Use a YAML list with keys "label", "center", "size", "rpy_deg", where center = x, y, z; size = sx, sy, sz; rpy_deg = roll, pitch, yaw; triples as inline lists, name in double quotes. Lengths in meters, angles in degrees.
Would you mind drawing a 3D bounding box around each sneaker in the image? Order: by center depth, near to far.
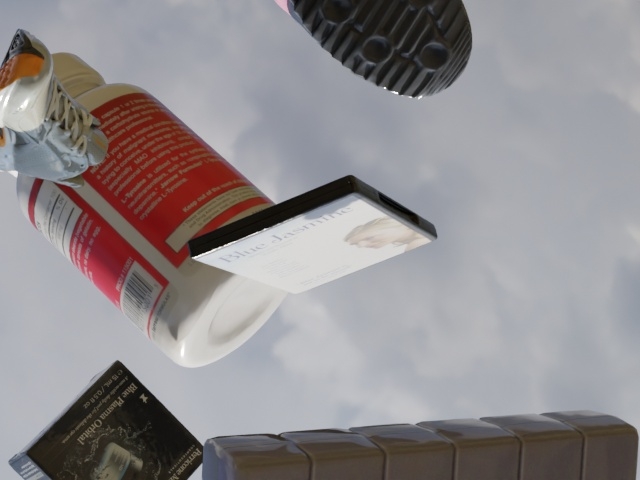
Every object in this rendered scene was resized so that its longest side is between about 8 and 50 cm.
- label: "sneaker"
  center: [-0.015, -0.236, 0.973]
  size: [0.319, 0.112, 0.131]
  rpy_deg: [40, -167, -14]
- label: "sneaker"
  center: [-0.268, -0.125, 1.305]
  size: [0.121, 0.262, 0.099]
  rpy_deg: [21, -107, -7]

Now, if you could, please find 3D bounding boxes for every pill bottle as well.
- label: "pill bottle"
  center: [-0.231, -0.050, 1.640]
  size: [0.408, 0.229, 0.229]
  rpy_deg: [42, -145, 19]

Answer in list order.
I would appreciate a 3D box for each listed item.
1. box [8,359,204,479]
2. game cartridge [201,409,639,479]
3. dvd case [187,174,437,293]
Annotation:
- label: "box"
  center: [-0.242, 0.251, 1.495]
  size: [0.158, 0.093, 0.156]
  rpy_deg: [46, -120, -6]
- label: "game cartridge"
  center: [0.049, 0.264, 0.629]
  size: [0.230, 0.068, 0.355]
  rpy_deg: [0, -83, -22]
- label: "dvd case"
  center: [0.000, 0.000, 1.327]
  size: [0.253, 0.180, 0.022]
  rpy_deg: [25, -133, -65]
